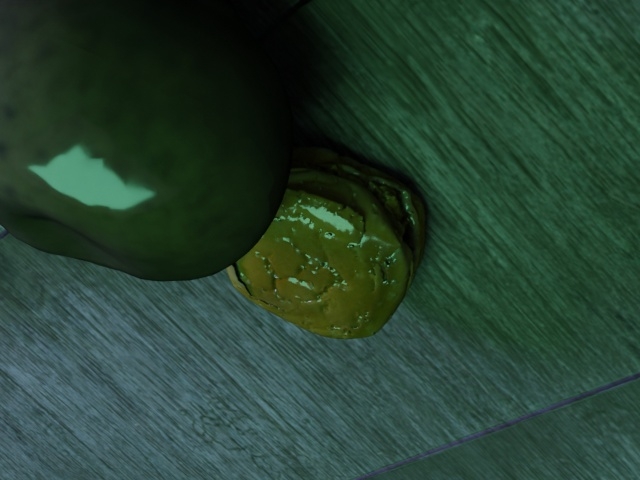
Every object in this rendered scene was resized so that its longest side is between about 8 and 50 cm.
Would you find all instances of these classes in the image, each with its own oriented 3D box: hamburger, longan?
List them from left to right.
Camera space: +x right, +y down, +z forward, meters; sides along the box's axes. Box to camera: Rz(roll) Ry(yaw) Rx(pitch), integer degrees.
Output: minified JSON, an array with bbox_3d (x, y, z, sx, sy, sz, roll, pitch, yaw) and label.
[{"bbox_3d":[-0.184,-0.111,1.212,0.350,0.288,0.288,27,138,17],"label":"longan"},{"bbox_3d":[-0.001,0.001,1.339,0.214,0.108,0.213,12,135,13],"label":"hamburger"}]
